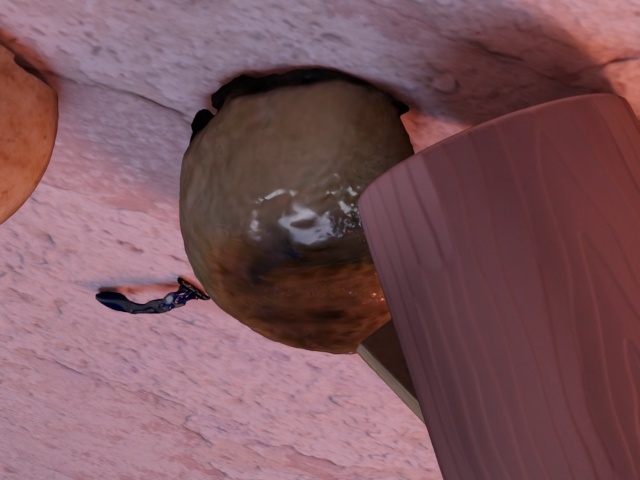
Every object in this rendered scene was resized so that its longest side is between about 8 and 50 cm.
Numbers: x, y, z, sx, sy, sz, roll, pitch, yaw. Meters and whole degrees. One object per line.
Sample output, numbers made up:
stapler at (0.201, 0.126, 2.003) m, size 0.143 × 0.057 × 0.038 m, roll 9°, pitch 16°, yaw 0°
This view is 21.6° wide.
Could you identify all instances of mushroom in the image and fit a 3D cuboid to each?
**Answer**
mushroom at (-0.350, -0.081, 1.337) m, size 0.254 × 0.189 × 0.195 m, roll 31°, pitch 151°, yaw -23°
mushroom at (-0.001, 0.001, 1.356) m, size 0.247 × 0.130 × 0.344 m, roll 20°, pitch 158°, yaw 5°

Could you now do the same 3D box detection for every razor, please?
razor at (-0.185, 0.062, 1.746) m, size 0.154 × 0.028 × 0.044 m, roll -6°, pitch 148°, yaw 42°

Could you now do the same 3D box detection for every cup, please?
cup at (0.190, 0.050, 1.123) m, size 0.288 × 0.273 × 0.208 m, roll -22°, pitch 169°, yaw 6°

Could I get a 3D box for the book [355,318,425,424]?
book at (0.187, 0.130, 1.278) m, size 0.283 × 0.215 × 0.025 m, roll 44°, pitch 141°, yaw 13°
